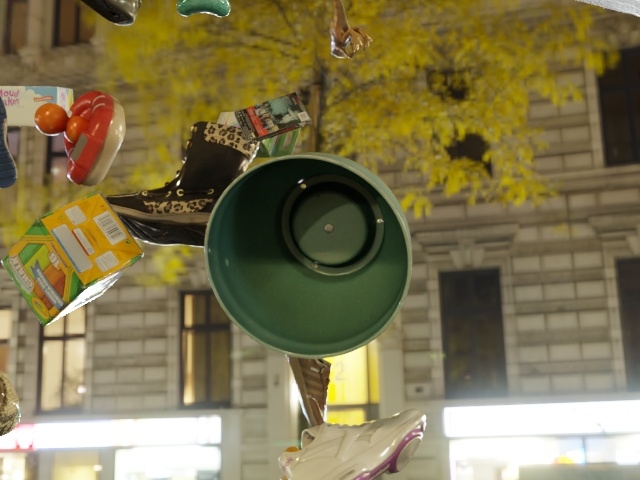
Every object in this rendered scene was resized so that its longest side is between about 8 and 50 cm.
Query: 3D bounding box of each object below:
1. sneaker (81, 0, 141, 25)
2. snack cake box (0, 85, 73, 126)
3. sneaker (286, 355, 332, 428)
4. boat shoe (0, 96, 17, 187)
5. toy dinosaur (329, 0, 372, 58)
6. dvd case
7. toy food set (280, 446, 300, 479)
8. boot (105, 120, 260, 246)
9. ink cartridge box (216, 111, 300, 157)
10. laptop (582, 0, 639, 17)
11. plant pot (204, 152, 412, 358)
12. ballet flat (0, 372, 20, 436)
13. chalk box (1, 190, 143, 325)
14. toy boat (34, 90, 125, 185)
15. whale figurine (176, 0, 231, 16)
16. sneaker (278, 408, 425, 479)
[{"bbox_3d":[-0.397,-0.485,1.569,0.227,0.130,0.087,32,-26,-36],"label":"sneaker"},{"bbox_3d":[-0.651,-0.303,2.057,0.152,0.089,0.264,1,8,-9],"label":"snack cake box"},{"bbox_3d":[-0.007,0.243,1.572,0.071,0.188,0.066,-18,17,-7],"label":"sneaker"},{"bbox_3d":[-0.569,-0.179,1.561,0.066,0.183,0.066,-12,10,-24],"label":"boat shoe"},{"bbox_3d":[0.042,-0.426,1.821,0.112,0.064,0.211,33,-29,21],"label":"toy dinosaur"},{"bbox_3d":[-0.085,-0.217,1.615,0.119,0.087,0.013,-21,-41,-8],"label":"dvd case"},{"bbox_3d":[-0.098,0.511,1.718,0.111,0.232,0.104,55,-7,-31],"label":"toy food set"},{"bbox_3d":[-0.333,-0.138,2.172,0.377,0.284,0.138,5,-28,32],"label":"boot"},{"bbox_3d":[-0.164,-0.266,2.283,0.209,0.109,0.062,2,-34,23],"label":"ink cartridge box"},{"bbox_3d":[0.261,-0.440,1.099,0.382,0.236,0.408,23,16,24],"label":"laptop"},{"bbox_3d":[0.000,0.000,1.340,0.293,0.293,0.196,-5,15,14],"label":"plant pot"},{"bbox_3d":[-0.752,0.301,1.547,0.483,0.164,0.182,1,-32,-5],"label":"ballet flat"},{"bbox_3d":[-0.559,0.054,1.999,0.289,0.180,0.179,-37,-3,43],"label":"chalk box"},{"bbox_3d":[-0.452,-0.205,1.679,0.151,0.151,0.231,24,14,-22],"label":"toy boat"},{"bbox_3d":[-0.220,-0.540,1.668,0.216,0.272,0.141,2,25,-3],"label":"whale figurine"},{"bbox_3d":[0.062,0.340,1.540,0.152,0.114,0.305,35,36,30],"label":"sneaker"}]
